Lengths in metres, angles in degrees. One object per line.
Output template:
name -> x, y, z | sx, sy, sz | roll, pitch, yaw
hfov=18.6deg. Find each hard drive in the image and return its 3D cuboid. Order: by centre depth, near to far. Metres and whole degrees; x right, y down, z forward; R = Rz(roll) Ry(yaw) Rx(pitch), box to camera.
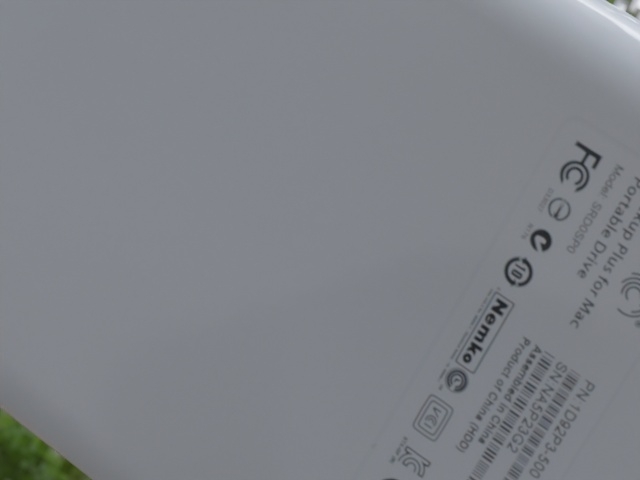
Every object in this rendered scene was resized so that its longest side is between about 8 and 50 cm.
hard drive -> 0.000, 0.000, 0.570 | 0.307, 0.203, 0.040 | 35, 18, 19
